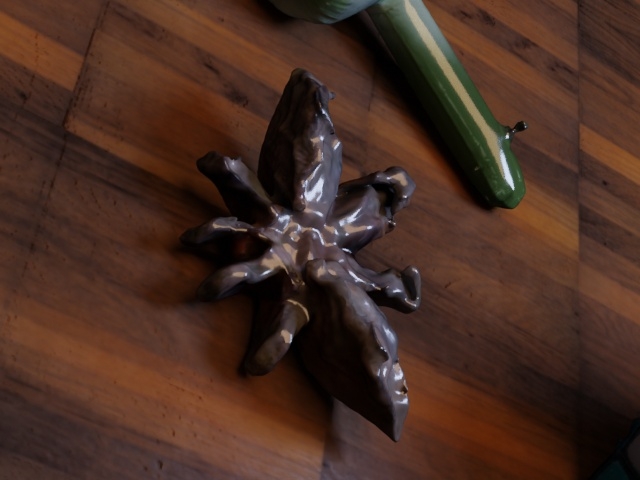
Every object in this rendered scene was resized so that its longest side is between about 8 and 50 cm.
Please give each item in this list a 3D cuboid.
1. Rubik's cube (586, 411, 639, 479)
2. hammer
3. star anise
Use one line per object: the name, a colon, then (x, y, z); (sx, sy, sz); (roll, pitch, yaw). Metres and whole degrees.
Rubik's cube: (0.431, 0.219, 0.965); (0.293, 0.292, 0.287); (15, 35, -35)
hammer: (0.091, -0.174, 1.128); (0.206, 0.119, 0.335); (-36, 95, -44)
star anise: (0.000, -0.004, 0.936); (0.198, 0.111, 0.257); (28, 55, -23)
